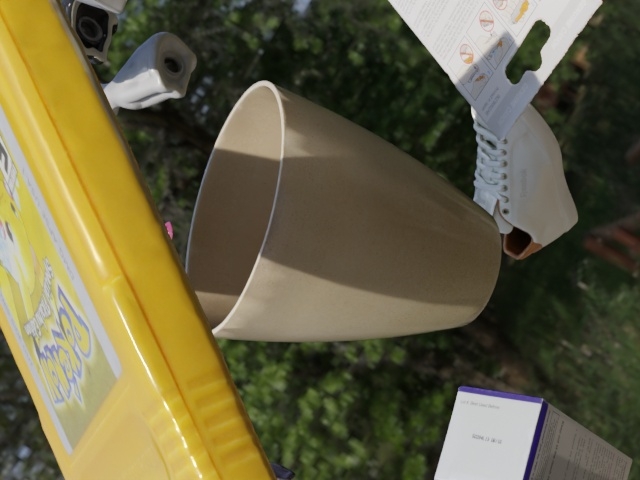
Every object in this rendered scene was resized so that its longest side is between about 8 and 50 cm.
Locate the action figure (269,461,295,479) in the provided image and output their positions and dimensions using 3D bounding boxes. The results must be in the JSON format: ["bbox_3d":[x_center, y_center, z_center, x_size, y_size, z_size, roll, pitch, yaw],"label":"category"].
[{"bbox_3d":[-0.072,0.402,1.307,0.185,0.099,0.284,-31,-55,-59],"label":"action figure"}]

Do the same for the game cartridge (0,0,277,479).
[{"bbox_3d":[-0.147,0.042,0.697,0.053,0.323,0.285,-19,-15,-26],"label":"game cartridge"}]

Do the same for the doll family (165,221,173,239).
[{"bbox_3d":[-0.297,0.079,1.601,0.118,0.163,0.262,-110,29,-49],"label":"doll family"}]

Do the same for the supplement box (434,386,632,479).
[{"bbox_3d":[0.242,0.254,1.291,0.220,0.111,0.113,32,-111,-42],"label":"supplement box"}]

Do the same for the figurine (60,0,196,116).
[{"bbox_3d":[-0.304,-0.217,1.509,0.210,0.215,0.092,-19,64,38],"label":"figurine"}]

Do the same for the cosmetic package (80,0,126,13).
[{"bbox_3d":[-0.227,-0.369,1.230,0.085,0.117,0.231,23,-89,-45],"label":"cosmetic package"}]

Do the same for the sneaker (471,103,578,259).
[{"bbox_3d":[0.238,-0.082,1.471,0.123,0.106,0.290,-40,-51,-9],"label":"sneaker"}]

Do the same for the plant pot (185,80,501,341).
[{"bbox_3d":[0.034,0.000,1.172,0.256,0.274,0.256,-165,90,-69],"label":"plant pot"}]

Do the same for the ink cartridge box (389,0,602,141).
[{"bbox_3d":[0.129,-0.220,0.929,0.056,0.224,0.181,-28,-19,-30],"label":"ink cartridge box"}]
